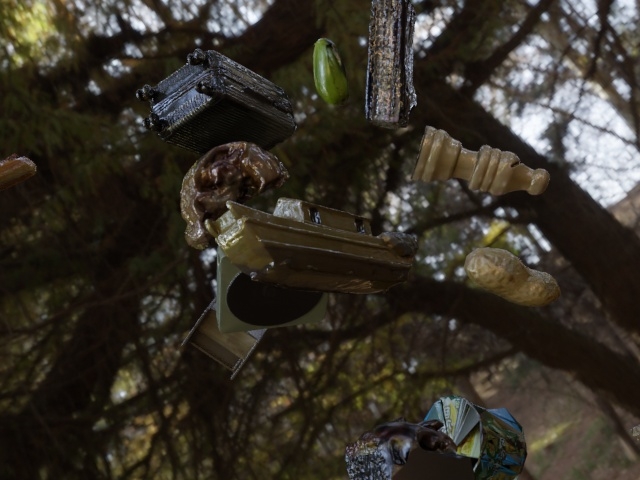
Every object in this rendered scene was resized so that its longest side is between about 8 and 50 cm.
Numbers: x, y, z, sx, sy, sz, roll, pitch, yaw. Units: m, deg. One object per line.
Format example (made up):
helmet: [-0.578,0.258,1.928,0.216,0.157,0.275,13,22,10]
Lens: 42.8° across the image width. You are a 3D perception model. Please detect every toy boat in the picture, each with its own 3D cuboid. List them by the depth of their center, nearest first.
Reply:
toy boat: [0.000,0.000,1.433,0.445,0.162,0.136,9,-33,-44]

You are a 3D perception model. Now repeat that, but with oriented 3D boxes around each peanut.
peanut: [0.333,0.064,1.411,0.080,0.174,0.080,-156,90,-88]

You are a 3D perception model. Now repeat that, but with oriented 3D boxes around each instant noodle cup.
instant noodle cup: [0.381,0.511,2.017,0.178,0.240,0.240,19,-49,-31]

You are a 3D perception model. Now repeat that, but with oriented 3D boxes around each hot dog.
hot dog: [-0.782,-0.147,1.921,0.102,0.076,0.249,0,24,35]

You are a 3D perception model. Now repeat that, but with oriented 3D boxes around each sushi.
sushi: [0.157,0.442,1.542,0.215,0.212,0.227,-11,-18,-6]

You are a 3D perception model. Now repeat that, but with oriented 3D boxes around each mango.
mango: [0.018,-0.396,1.928,0.074,0.165,0.091,-19,-1,-16]

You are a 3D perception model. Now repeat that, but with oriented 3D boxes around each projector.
projector: [-0.108,0.095,1.871,0.259,0.079,0.257,-5,-46,-13]

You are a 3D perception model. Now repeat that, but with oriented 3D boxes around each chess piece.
chess piece: [0.375,-0.164,1.905,0.124,0.307,0.139,-58,-17,-71]

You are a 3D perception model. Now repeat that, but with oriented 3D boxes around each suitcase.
suitcase: [-0.205,-0.269,1.688,0.202,0.128,0.312,-28,-25,27]

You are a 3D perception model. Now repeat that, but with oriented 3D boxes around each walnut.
walnut: [-0.191,-0.101,1.571,0.238,0.141,0.204,-42,12,-2]

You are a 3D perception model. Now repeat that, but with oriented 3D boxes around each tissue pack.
tissue pack: [0.191,-0.457,2.110,0.123,0.332,0.245,4,5,15]

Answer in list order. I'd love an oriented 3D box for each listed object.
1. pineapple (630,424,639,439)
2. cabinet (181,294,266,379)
pineapple: [0.779,0.373,1.581,0.286,0.344,0.209,-8,-2,-7]
cabinet: [-0.253,0.248,2.294,0.148,0.175,0.215,-54,2,20]
